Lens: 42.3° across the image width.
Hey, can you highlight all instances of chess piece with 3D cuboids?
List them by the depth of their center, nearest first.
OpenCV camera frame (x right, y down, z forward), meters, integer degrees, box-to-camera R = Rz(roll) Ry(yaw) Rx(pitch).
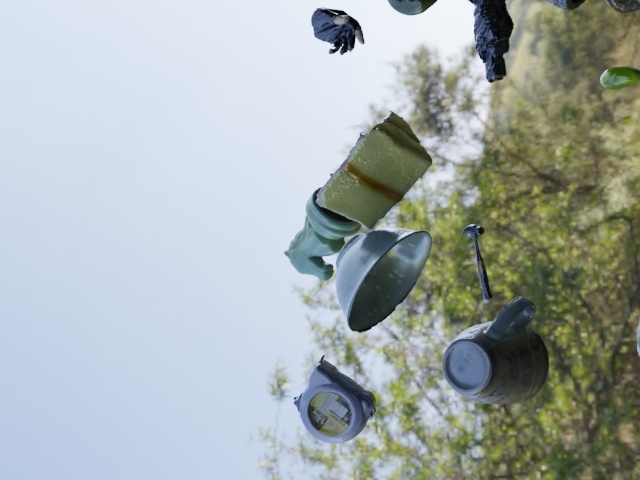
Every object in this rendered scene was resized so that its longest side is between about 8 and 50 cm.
[{"bbox_3d":[0.000,0.000,2.424,0.298,0.176,0.176,-62,3,39],"label":"chess piece"}]

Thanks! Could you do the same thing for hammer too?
[{"bbox_3d":[0.397,0.054,2.066,0.021,0.078,0.201,-22,-72,-22],"label":"hammer"}]

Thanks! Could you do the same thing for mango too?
[{"bbox_3d":[0.775,-0.418,2.125,0.073,0.108,0.056,-1,-86,-40],"label":"mango"}]

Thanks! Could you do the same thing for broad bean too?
[{"bbox_3d":[0.201,-0.596,1.853,0.207,0.153,0.072,56,-167,19],"label":"broad bean"}]

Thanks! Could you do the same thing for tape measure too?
[{"bbox_3d":[0.032,0.414,2.082,0.196,0.178,0.105,39,-165,6],"label":"tape measure"}]

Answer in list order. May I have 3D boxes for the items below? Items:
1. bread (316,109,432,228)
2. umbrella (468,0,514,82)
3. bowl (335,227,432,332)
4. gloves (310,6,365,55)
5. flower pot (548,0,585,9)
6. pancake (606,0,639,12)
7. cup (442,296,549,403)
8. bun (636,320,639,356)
[{"bbox_3d":[0.103,-0.206,2.091,0.198,0.263,0.236,29,-155,-30],"label":"bread"},{"bbox_3d":[0.419,-0.565,2.019,0.154,0.128,0.336,25,-120,-66],"label":"umbrella"},{"bbox_3d":[0.126,0.067,2.080,0.313,0.146,0.313,-40,-28,-27],"label":"bowl"},{"bbox_3d":[0.065,-0.601,2.375,0.106,0.180,0.129,-33,-36,-44],"label":"gloves"},{"bbox_3d":[0.712,-0.876,2.527,0.266,0.267,0.266,-43,-26,-27],"label":"flower pot"},{"bbox_3d":[0.650,-0.541,1.691,0.028,0.158,0.158,-108,-8,-50],"label":"pancake"},{"bbox_3d":[0.449,0.282,2.104,0.257,0.227,0.301,7,-69,-56],"label":"cup"},{"bbox_3d":[0.753,0.173,1.792,0.127,0.222,0.222,45,-163,16],"label":"bun"}]
